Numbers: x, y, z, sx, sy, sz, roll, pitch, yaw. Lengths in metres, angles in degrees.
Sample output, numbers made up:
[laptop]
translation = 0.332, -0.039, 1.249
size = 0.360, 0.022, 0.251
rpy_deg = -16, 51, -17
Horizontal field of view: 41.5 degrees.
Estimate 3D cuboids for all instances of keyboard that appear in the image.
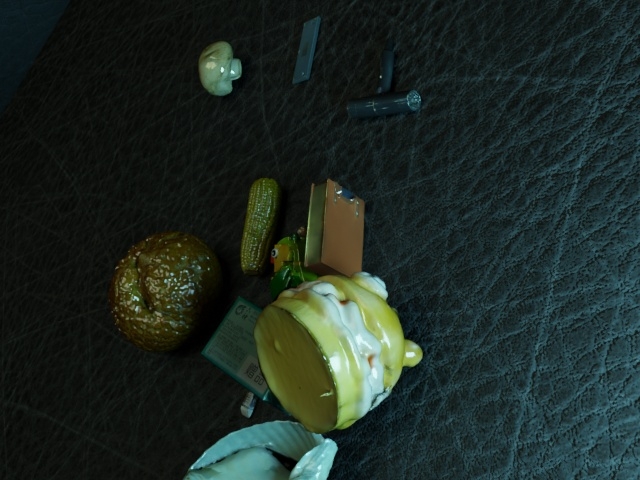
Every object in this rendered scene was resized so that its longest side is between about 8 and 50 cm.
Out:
[keyboard]
translation = -0.034, -0.469, 2.082
size = 0.055, 0.014, 0.176
rpy_deg = -9, 64, 43

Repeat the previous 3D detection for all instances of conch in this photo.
[conch]
translation = -0.094, 0.491, 1.497
size = 0.319, 0.215, 0.303
rpy_deg = -38, 43, -20

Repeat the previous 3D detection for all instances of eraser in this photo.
[eraser]
translation = -0.141, 0.320, 1.770
size = 0.027, 0.019, 0.099
rpy_deg = 11, 74, 46

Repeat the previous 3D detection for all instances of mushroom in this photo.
[mushroom]
translation = -0.267, -0.454, 2.234
size = 0.112, 0.148, 0.148
rpy_deg = -1, 62, 2

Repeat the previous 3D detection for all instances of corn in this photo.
[corn]
translation = -0.134, -0.033, 1.905
size = 0.080, 0.080, 0.231
rpy_deg = -11, 62, 41

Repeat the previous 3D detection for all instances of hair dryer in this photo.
[hair dryer]
translation = 0.154, -0.356, 1.816
size = 0.173, 0.050, 0.195
rpy_deg = 3, 68, 43

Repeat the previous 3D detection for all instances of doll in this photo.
[doll]
translation = -0.045, 0.078, 1.725
size = 0.134, 0.106, 0.186
rpy_deg = -44, 53, 38

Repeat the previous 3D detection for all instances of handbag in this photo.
[handbag]
translation = 0.031, -0.017, 1.695
size = 0.063, 0.127, 0.190
rpy_deg = -15, 60, 38

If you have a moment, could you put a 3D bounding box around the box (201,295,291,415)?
[box]
translation = -0.115, 0.230, 1.723
size = 0.245, 0.092, 0.153
rpy_deg = 25, 79, 49

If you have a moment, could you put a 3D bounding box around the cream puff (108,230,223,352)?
[cream puff]
translation = -0.373, 0.109, 1.973
size = 0.303, 0.212, 0.303
rpy_deg = -22, 52, 31

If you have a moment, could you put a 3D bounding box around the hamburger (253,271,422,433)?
[hamburger]
translation = 0.038, 0.186, 1.499
size = 0.276, 0.237, 0.276
rpy_deg = 37, 138, 42

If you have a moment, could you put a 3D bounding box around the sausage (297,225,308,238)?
[sausage]
translation = 0.000, 0.000, 1.726
size = 0.026, 0.116, 0.026
rpy_deg = -30, 46, 36
